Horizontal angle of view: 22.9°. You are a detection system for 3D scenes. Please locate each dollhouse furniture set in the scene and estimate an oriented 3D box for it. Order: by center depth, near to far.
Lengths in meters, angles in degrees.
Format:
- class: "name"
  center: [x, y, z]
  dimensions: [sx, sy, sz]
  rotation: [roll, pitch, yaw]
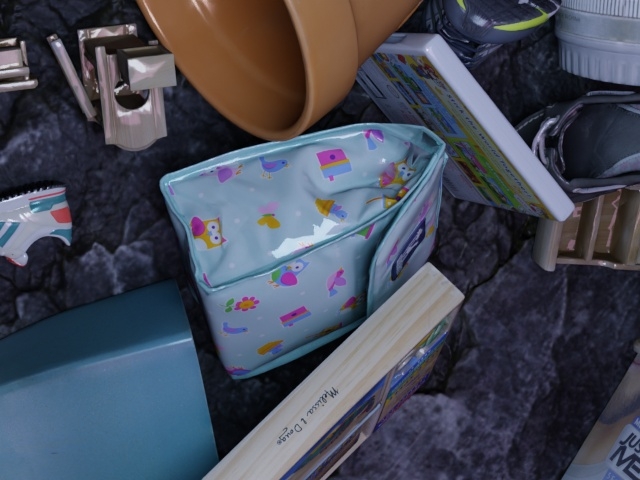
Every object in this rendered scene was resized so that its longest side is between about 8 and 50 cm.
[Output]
- class: "dollhouse furniture set"
  center: [-0.225, -0.127, 1.438]
  dimensions: [0.161, 0.182, 0.101]
  rotation: [-9, 109, -15]
- class: "dollhouse furniture set"
  center: [0.345, 0.011, 1.621]
  dimensions: [0.161, 0.242, 0.212]
  rotation: [3, 107, -18]

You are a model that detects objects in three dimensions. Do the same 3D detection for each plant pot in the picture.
- class: "plant pot"
  center: [-0.026, -0.263, 1.422]
  dimensions: [0.203, 0.291, 0.291]
  rotation: [-35, 114, -22]
- class: "plant pot"
  center: [-0.232, 0.161, 1.541]
  dimensions: [0.234, 0.165, 0.165]
  rotation: [-12, 109, -7]

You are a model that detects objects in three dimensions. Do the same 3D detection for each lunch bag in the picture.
- class: "lunch bag"
  center: [0.000, 0.000, 1.516]
  dimensions: [0.262, 0.160, 0.223]
  rotation: [-20, 154, -8]

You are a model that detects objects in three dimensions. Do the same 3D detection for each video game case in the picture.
- class: "video game case"
  center: [0.124, -0.115, 1.537]
  dimensions: [0.026, 0.206, 0.227]
  rotation: [-47, 114, -12]

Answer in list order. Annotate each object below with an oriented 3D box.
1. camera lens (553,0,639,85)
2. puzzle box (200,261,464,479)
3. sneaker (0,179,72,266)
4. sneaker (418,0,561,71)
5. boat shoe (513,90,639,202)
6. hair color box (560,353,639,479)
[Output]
- class: "camera lens"
  center: [0.340, -0.300, 1.540]
  dimensions: [0.219, 0.219, 0.274]
  rotation: [-3, 107, -16]
- class: "puzzle box"
  center: [-0.033, 0.214, 1.516]
  dimensions: [0.052, 0.272, 0.409]
  rotation: [43, 72, 12]
- class: "sneaker"
  center: [-0.314, -0.004, 1.516]
  dimensions: [0.161, 0.057, 0.075]
  rotation: [-17, 105, -15]
- class: "sneaker"
  center: [0.150, -0.211, 1.480]
  dimensions: [0.111, 0.300, 0.121]
  rotation: [32, 107, 0]
- class: "boat shoe"
  center: [0.287, -0.101, 1.534]
  dimensions: [0.095, 0.335, 0.112]
  rotation: [18, 76, -44]
- class: "hair color box"
  center: [0.408, 0.196, 1.729]
  dimensions: [0.110, 0.185, 0.338]
  rotation: [29, 96, -21]
